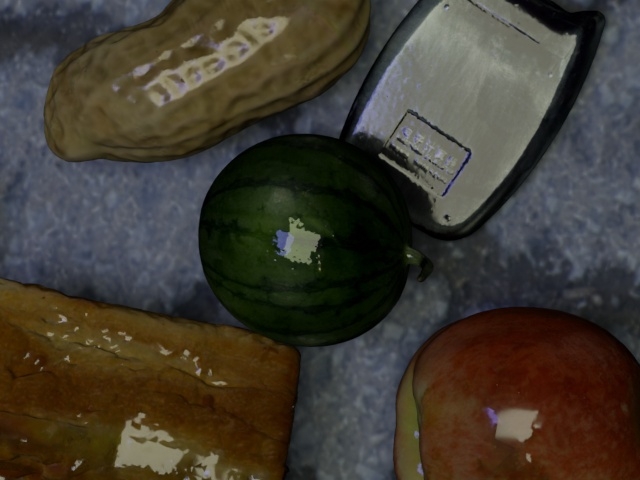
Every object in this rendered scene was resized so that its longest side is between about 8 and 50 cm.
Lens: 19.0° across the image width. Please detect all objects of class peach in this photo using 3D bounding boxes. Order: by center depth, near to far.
[{"bbox_3d":[0.196,0.166,1.637,0.257,0.232,0.232,-2,91,-10],"label":"peach"}]

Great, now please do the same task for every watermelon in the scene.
[{"bbox_3d":[0.000,0.000,1.676,0.215,0.188,0.188,3,92,15],"label":"watermelon"}]

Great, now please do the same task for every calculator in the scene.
[{"bbox_3d":[0.129,-0.128,1.734,0.177,0.040,0.268,33,100,8],"label":"calculator"}]

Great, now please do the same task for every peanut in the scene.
[{"bbox_3d":[-0.109,-0.161,1.714,0.325,0.140,0.153,-20,65,12],"label":"peanut"}]

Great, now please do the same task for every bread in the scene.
[{"bbox_3d":[-0.191,0.154,1.695,0.344,0.149,0.195,15,62,-10],"label":"bread"}]
